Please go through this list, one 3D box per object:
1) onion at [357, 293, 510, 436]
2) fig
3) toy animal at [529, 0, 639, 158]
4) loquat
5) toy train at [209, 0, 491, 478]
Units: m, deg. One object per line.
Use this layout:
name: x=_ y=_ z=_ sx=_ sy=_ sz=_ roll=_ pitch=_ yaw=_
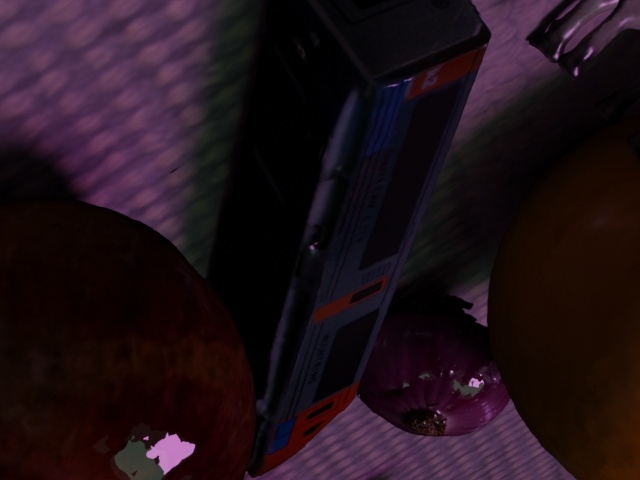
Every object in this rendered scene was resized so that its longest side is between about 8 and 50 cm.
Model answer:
onion: x=0.077 y=0.082 z=1.213 sx=0.115 sy=0.115 sz=0.104 roll=85 pitch=21 yaw=-63
fig: x=-0.123 y=0.068 z=0.838 sx=0.205 sy=0.205 sz=0.205 roll=-27 pitch=155 yaw=-13
toy animal: x=0.219 y=-0.130 z=1.003 sx=0.176 sy=0.073 sz=0.217 roll=-44 pitch=149 yaw=12
loquat: x=0.241 y=0.041 z=1.095 sx=0.275 sy=0.275 sz=0.275 roll=-27 pitch=155 yaw=-13
toy train: x=0.000 y=0.000 z=0.960 sx=0.089 sy=0.086 sz=0.409 roll=-24 pitch=155 yaw=-23
